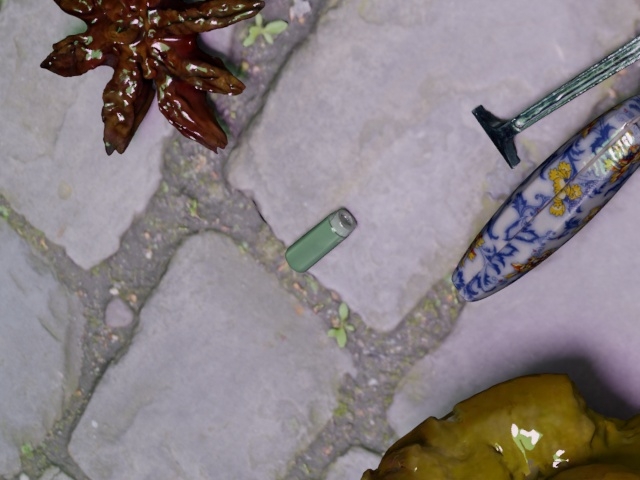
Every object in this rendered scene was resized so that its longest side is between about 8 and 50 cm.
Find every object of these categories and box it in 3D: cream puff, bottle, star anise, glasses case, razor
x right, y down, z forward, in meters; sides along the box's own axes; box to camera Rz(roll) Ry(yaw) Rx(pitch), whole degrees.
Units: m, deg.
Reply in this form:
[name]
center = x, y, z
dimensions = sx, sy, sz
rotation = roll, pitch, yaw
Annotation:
[cream puff]
center = 0.176, 0.269, 1.125
dimensions = 0.275, 0.378, 0.378
rotation = 42, 130, -21
[bottle]
center = 0.000, 0.000, 1.302
dimensions = 0.030, 0.030, 0.083
rotation = 51, 126, 0
[star anise]
center = -0.169, -0.202, 1.272
dimensions = 0.288, 0.088, 0.288
rotation = 12, 119, 23
[glasses case]
center = 0.204, -0.032, 1.131
dimensions = 0.065, 0.087, 0.248
rotation = 48, 127, 7
[razor]
center = 0.215, -0.127, 1.114
dimensions = 0.190, 0.033, 0.066
rotation = -32, 95, 36
